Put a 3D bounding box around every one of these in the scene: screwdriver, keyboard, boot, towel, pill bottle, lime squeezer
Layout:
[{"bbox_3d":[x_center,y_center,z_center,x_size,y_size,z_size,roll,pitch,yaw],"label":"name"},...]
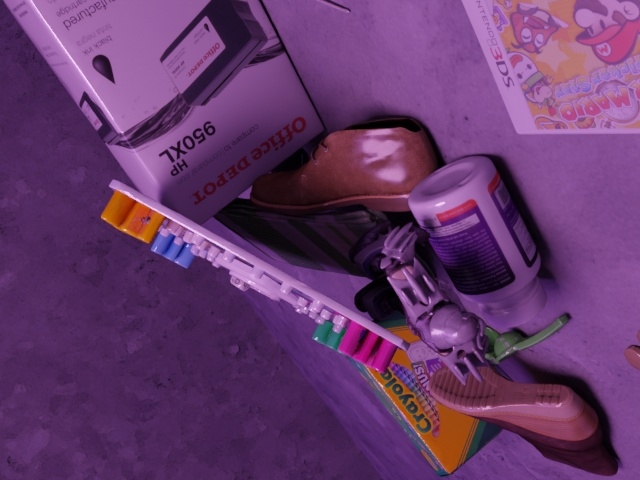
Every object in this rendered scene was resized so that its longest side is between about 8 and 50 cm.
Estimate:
[{"bbox_3d":[-0.027,-0.315,0.803,0.170,0.025,0.024,40,159,33],"label":"screwdriver"},{"bbox_3d":[-0.077,-0.163,1.232,0.192,0.038,0.100,36,133,43],"label":"keyboard"},{"bbox_3d":[0.019,-0.104,0.877,0.306,0.112,0.115,-3,119,34],"label":"boot"},{"bbox_3d":[0.000,0.000,1.041,0.325,0.038,0.248,6,158,33],"label":"towel"},{"bbox_3d":[0.194,0.006,0.752,0.193,0.108,0.108,58,161,-18],"label":"pill bottle"},{"bbox_3d":[0.305,0.282,0.965,0.249,0.090,0.206,0,137,44],"label":"boot"},{"bbox_3d":[0.266,0.134,0.947,0.310,0.059,0.109,-169,74,-66],"label":"lime squeezer"}]

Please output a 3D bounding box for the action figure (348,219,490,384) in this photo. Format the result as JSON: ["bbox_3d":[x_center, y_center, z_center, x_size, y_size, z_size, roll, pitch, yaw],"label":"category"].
[{"bbox_3d":[0.113,0.059,0.736,0.185,0.099,0.285,65,170,-18],"label":"action figure"}]

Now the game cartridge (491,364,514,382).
[{"bbox_3d":[0.307,0.246,1.101,0.056,0.017,0.083,49,162,19],"label":"game cartridge"}]

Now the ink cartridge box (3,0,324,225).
[{"bbox_3d":[-0.214,-0.256,0.945,0.166,0.285,0.394,21,147,56],"label":"ink cartridge box"}]

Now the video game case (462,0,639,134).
[{"bbox_3d":[0.208,-0.176,0.498,0.206,0.026,0.227,59,161,-23],"label":"video game case"}]

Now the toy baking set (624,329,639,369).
[{"bbox_3d":[0.429,0.188,0.671,0.256,0.030,0.197,62,166,-12],"label":"toy baking set"}]

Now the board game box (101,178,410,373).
[{"bbox_3d":[-0.094,0.066,0.895,0.390,0.050,0.390,29,171,-1],"label":"board game box"}]

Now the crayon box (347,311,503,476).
[{"bbox_3d":[0.188,0.247,1.107,0.278,0.165,0.081,51,164,17],"label":"crayon box"}]
